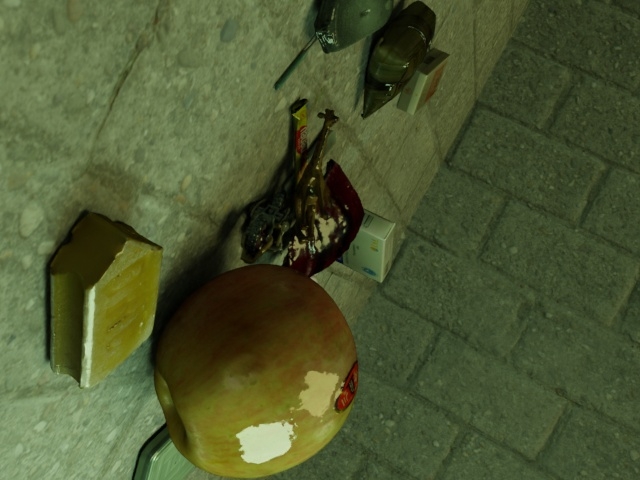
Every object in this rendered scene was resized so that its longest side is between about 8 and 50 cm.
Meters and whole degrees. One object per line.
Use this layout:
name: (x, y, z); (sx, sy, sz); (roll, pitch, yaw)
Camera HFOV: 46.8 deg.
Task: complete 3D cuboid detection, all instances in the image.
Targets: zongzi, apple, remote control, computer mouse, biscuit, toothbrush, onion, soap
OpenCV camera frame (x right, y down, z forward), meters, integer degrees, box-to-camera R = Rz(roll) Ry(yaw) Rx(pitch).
zongzi: (0.182, -0.422, 1.751); (0.221, 0.112, 0.242); (-54, 172, -29)
apple: (-0.131, 0.251, 1.391); (0.347, 0.391, 0.391); (-22, 145, -32)
remote control: (-0.027, -0.173, 1.644); (0.184, 0.027, 0.050); (-52, 157, -19)
computer mouse: (0.048, -0.416, 1.354); (0.229, 0.068, 0.113); (-35, 134, -40)
biscuit: (-0.043, -0.177, 1.538); (0.048, 0.026, 0.292); (-46, 155, -28)
toothbrush: (-0.036, -0.331, 1.330); (0.167, 0.011, 0.014); (-56, 160, -23)
onion: (0.000, 0.000, 1.712); (0.280, 0.146, 0.314); (-64, -179, -27)
soap: (-0.297, 0.071, 1.029); (0.160, 0.080, 0.257); (-47, 161, -47)

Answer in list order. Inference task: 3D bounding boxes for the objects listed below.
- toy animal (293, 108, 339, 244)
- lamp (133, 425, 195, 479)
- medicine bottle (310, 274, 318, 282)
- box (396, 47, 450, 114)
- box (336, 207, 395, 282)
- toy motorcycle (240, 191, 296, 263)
toy animal: (-0.011, -0.128, 1.508); (0.149, 0.054, 0.275); (161, -61, -70)
lamp: (-0.353, 0.514, 1.760); (0.269, 0.047, 0.266); (-41, 154, -55)
medicine bottle: (-0.067, 0.140, 1.993); (0.219, 0.078, 0.115); (-59, 165, -8)
box: (0.306, -0.472, 2.187); (0.201, 0.058, 0.141); (-46, 159, -49)
box: (0.103, -0.001, 2.081); (0.065, 0.200, 0.343); (-60, 166, -18)
toy motorcycle: (-0.111, -0.012, 1.491); (0.229, 0.094, 0.129); (-62, 173, -67)
